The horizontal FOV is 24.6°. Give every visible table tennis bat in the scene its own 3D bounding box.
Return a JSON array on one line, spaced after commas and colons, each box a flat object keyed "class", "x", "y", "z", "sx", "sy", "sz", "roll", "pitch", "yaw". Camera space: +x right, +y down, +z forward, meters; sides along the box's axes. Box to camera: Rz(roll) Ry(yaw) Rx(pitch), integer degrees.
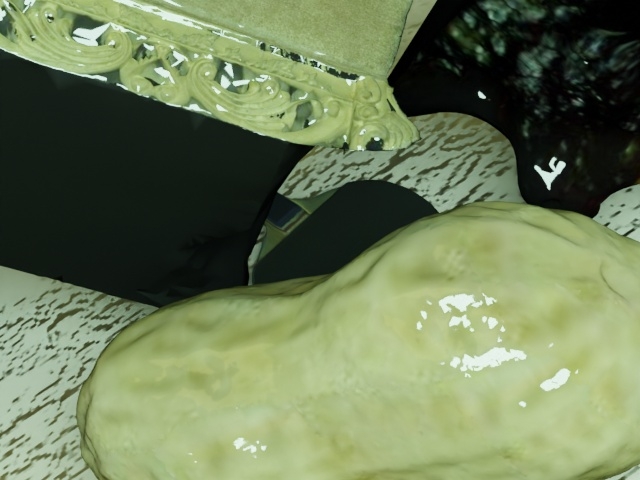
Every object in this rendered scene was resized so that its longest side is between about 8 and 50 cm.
[{"class": "table tennis bat", "x": 0.000, "y": 0.000, "z": 0.724, "sx": 0.095, "sy": 0.014, "sz": 0.158, "roll": -44, "pitch": 46, "yaw": -13}]

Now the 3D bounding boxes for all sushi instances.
[{"class": "sushi", "x": 0.183, "y": -0.104, "z": 0.586, "sx": 0.215, "sy": 0.212, "sz": 0.227, "roll": -55, "pitch": 7, "yaw": -30}]

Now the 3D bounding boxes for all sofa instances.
[{"class": "sofa", "x": -0.076, "y": -0.096, "z": 0.619, "sx": 0.200, "sy": 0.258, "sz": 0.182, "roll": 15, "pitch": 65, "yaw": -13}]

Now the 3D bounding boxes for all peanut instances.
[{"class": "peanut", "x": 0.019, "y": 0.053, "z": 0.583, "sx": 0.257, "sy": 0.123, "sz": 0.123, "roll": -12, "pitch": 44, "yaw": 13}]
